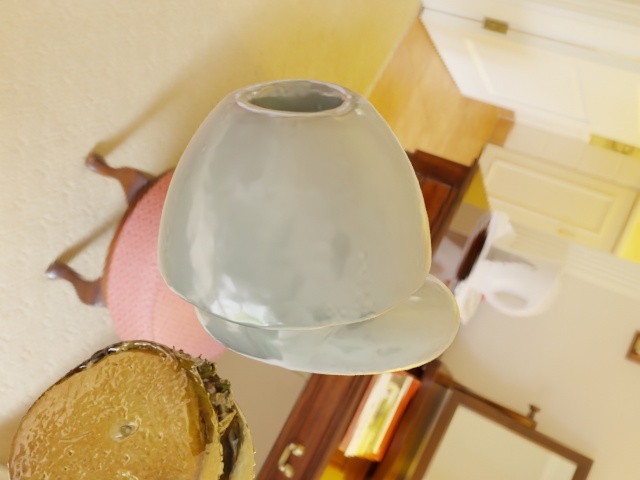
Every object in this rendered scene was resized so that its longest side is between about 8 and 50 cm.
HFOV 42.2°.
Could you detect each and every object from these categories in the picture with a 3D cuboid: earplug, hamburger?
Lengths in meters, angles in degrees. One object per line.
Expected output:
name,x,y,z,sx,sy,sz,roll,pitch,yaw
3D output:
earplug,-0.002,0.012,0.619,0.325,0.214,0.175,64,35,-66
hamburger,-0.142,0.168,0.646,0.118,0.181,0.191,58,26,-53
